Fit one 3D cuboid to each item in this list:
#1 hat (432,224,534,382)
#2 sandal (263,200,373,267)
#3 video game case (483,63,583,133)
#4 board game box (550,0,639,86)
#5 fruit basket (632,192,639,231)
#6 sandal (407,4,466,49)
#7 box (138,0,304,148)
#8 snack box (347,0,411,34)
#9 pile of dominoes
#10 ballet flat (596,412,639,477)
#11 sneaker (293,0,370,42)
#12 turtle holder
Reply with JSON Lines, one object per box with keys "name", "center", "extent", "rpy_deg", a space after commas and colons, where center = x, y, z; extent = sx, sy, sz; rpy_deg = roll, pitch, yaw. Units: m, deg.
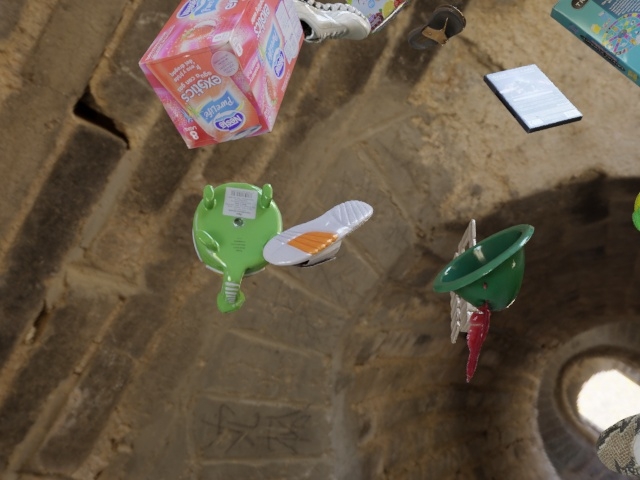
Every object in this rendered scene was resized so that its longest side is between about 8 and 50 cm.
{"name": "hat", "center": [0.291, 0.099, 0.973], "extent": [0.173, 0.183, 0.208], "rpy_deg": [-36, 4, -21]}
{"name": "sandal", "center": [0.007, 0.004, 1.289], "extent": [0.265, 0.102, 0.076], "rpy_deg": [-28, -48, -28]}
{"name": "video game case", "center": [0.670, -0.455, 1.986], "extent": [0.196, 0.274, 0.026], "rpy_deg": [-15, -37, -14]}
{"name": "board game box", "center": [0.817, -0.590, 1.617], "extent": [0.253, 0.336, 0.079], "rpy_deg": [-48, -10, 11]}
{"name": "fruit basket", "center": [0.873, -0.090, 1.376], "extent": [0.392, 0.283, 0.392], "rpy_deg": [-48, -11, -12]}
{"name": "sandal", "center": [0.285, -0.521, 1.572], "extent": [0.090, 0.219, 0.060], "rpy_deg": [28, -105, -23]}
{"name": "box", "center": [-0.134, -0.296, 0.958], "extent": [0.299, 0.142, 0.154], "rpy_deg": [-79, -27, -43]}
{"name": "snack box", "center": [0.195, -0.816, 2.064], "extent": [0.207, 0.174, 0.070], "rpy_deg": [-33, -4, 42]}
{"name": "pile of dominoes", "center": [0.359, 0.105, 1.509], "extent": [0.196, 0.040, 0.251], "rpy_deg": [101, 178, -55]}
{"name": "ballet flat", "center": [0.873, 0.456, 1.401], "extent": [0.483, 0.163, 0.182], "rpy_deg": [-14, -7, 23]}
{"name": "sneaker", "center": [0.005, -0.574, 1.667], "extent": [0.292, 0.118, 0.110], "rpy_deg": [6, -21, -30]}
{"name": "turtle holder", "center": [-0.215, 0.012, 1.697], "extent": [0.244, 0.320, 0.227], "rpy_deg": [-21, -19, -21]}
